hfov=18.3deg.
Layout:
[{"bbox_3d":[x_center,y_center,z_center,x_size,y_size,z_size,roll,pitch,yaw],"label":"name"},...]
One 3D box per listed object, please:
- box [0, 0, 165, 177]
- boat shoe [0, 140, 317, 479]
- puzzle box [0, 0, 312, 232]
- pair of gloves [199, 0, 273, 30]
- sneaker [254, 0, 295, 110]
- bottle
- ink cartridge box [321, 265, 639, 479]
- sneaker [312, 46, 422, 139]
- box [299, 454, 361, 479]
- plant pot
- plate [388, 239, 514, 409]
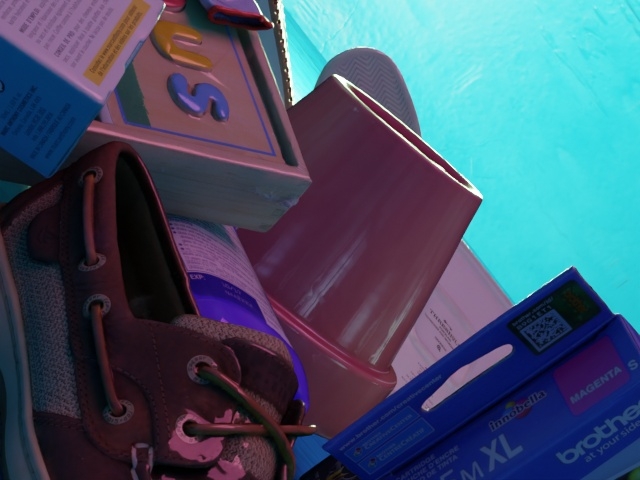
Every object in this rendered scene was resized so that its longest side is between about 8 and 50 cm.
[{"bbox_3d":[-0.201,-0.139,0.943,0.244,0.060,0.100,34,38,-9],"label":"box"},{"bbox_3d":[-0.068,0.082,0.901,0.123,0.123,0.342,45,12,-45],"label":"boat shoe"},{"bbox_3d":[-0.174,-0.196,1.134,0.272,0.052,0.409,11,46,-41],"label":"puzzle box"},{"bbox_3d":[-0.112,-0.187,1.124,0.198,0.023,0.159,3,51,-46],"label":"pair of gloves"},{"bbox_3d":[-0.098,-0.108,1.688,0.099,0.153,0.282,-86,169,-81],"label":"sneaker"},{"bbox_3d":[-0.098,0.008,1.150,0.118,0.092,0.283,41,14,-42],"label":"bottle"},{"bbox_3d":[0.159,0.164,1.187,0.311,0.186,0.065,47,13,-38],"label":"ink cartridge box"},{"bbox_3d":[0.030,-0.036,1.767,0.169,0.108,0.293,-132,-146,-72],"label":"sneaker"},{"bbox_3d":[0.073,0.245,1.234,0.183,0.059,0.233,51,8,-19],"label":"box"},{"bbox_3d":[0.000,0.000,1.293,0.201,0.180,0.201,39,8,-7],"label":"plant pot"},{"bbox_3d":[0.085,0.083,1.597,0.277,0.045,0.278,51,38,-20],"label":"plate"}]
